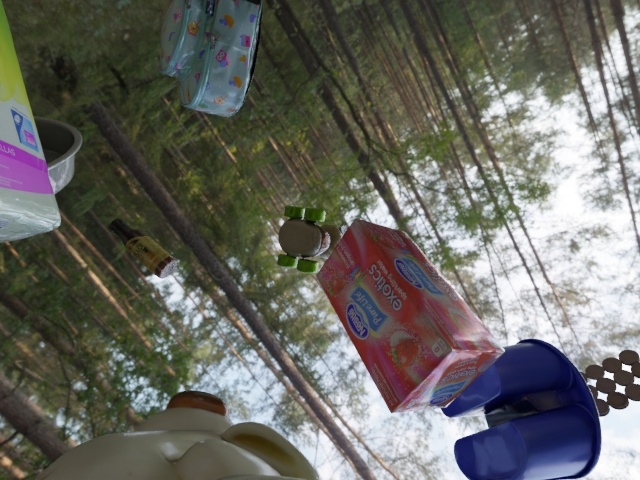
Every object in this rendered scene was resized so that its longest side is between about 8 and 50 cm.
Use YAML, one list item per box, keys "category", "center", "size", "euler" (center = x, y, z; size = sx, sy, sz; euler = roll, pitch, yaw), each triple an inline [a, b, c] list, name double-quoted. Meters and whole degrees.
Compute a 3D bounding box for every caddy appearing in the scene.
- category: "caddy"
  center: [0.374, 0.333, 0.810]
  size: [0.179, 0.341, 0.241]
  euler: [-5, -121, -12]

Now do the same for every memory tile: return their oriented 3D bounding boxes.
- category: "memory tile"
  center: [0.603, 0.291, 0.861]
  size: [0.148, 0.012, 0.113]
  euler: [-29, -156, 12]

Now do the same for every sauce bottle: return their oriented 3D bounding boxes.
- category: "sauce bottle"
  center: [-0.295, 0.011, 0.691]
  size: [0.042, 0.128, 0.042]
  euler: [-51, 167, -17]

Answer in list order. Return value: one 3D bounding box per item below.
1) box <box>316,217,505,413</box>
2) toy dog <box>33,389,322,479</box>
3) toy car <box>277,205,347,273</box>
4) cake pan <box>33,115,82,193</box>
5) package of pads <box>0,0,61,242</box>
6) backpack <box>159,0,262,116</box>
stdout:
- category: "box"
  center: [0.133, 0.118, 0.721]
  size: [0.154, 0.142, 0.300]
  euler: [-56, -138, 26]
- category: "toy dog"
  center: [-0.168, 0.328, 0.468]
  size: [0.408, 0.395, 0.284]
  euler: [135, -29, -75]
- category: "toy car"
  center: [0.000, 0.000, 1.092]
  size: [0.188, 0.155, 0.149]
  euler: [5, -176, -45]
- category: "cake pan"
  center: [-0.486, -0.104, 0.578]
  size: [0.293, 0.054, 0.293]
  euler: [3, -146, -2]
- category: "package of pads"
  center: [-0.361, -0.149, 0.368]
  size: [0.101, 0.296, 0.229]
  euler: [-16, 179, -7]
- category: "backpack"
  center: [-0.177, -0.299, 0.671]
  size: [0.144, 0.188, 0.166]
  euler: [-2, -169, -32]
